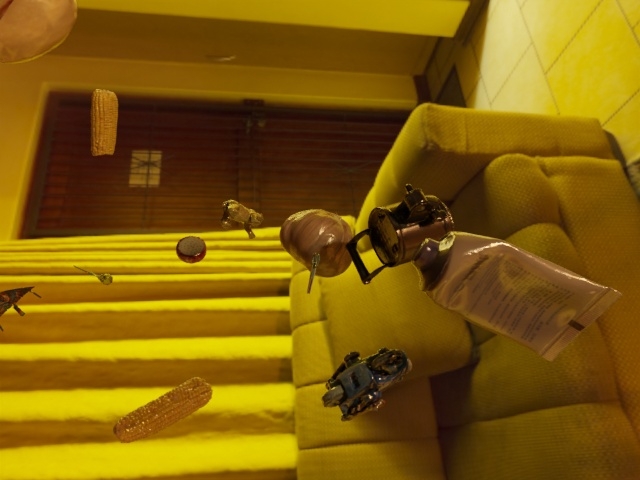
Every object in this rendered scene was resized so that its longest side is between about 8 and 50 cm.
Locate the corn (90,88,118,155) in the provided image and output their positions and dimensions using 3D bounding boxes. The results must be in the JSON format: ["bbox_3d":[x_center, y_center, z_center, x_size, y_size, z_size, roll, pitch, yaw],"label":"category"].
[{"bbox_3d":[-0.807,-0.436,1.785,0.093,0.093,0.244,-112,32,-64],"label":"corn"}]

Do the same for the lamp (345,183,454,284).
[{"bbox_3d":[0.299,-0.027,1.596,0.374,0.272,0.205,-53,50,43],"label":"lamp"}]

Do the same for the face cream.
[{"bbox_3d":[0.397,0.112,1.048,0.137,0.420,0.235,-69,4,-58],"label":"face cream"}]

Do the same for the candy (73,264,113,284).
[{"bbox_3d":[-0.683,0.100,1.440,0.035,0.123,0.035,-57,36,2],"label":"candy"}]

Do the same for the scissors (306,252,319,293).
[{"bbox_3d":[-0.023,0.095,1.377,0.058,0.014,0.119,-160,82,-70],"label":"scissors"}]

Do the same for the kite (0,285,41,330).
[{"bbox_3d":[-1.080,0.222,1.675,0.183,0.160,0.010,-50,-26,-26],"label":"kite"}]

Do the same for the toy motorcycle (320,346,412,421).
[{"bbox_3d":[0.149,0.422,1.512,0.182,0.319,0.241,52,-160,4],"label":"toy motorcycle"}]

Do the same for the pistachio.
[{"bbox_3d":[-0.888,-0.668,1.461,0.318,0.193,0.214,-54,-4,-19],"label":"pistachio"}]

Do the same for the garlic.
[{"bbox_3d":[0.000,0.000,1.945,0.317,0.259,0.317,44,173,7],"label":"garlic"}]

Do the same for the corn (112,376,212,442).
[{"bbox_3d":[-0.448,0.487,1.382,0.101,0.291,0.101,26,125,45],"label":"corn"}]

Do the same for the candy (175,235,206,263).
[{"bbox_3d":[-0.435,0.030,1.616,0.043,0.103,0.103,104,163,-51],"label":"candy"}]

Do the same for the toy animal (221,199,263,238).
[{"bbox_3d":[-0.282,-0.088,1.775,0.103,0.218,0.101,-35,51,29],"label":"toy animal"}]
